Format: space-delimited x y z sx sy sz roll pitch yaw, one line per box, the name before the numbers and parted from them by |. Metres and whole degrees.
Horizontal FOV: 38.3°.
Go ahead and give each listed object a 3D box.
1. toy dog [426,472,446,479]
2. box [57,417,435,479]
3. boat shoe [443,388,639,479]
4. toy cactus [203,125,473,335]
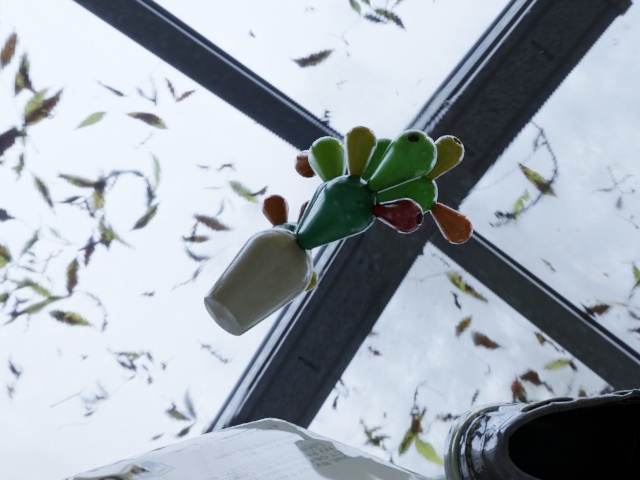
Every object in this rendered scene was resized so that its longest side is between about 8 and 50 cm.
toy dog | 0.008 0.413 0.912 0.395 0.408 0.285 -5 -94 18
box | 0.043 0.171 0.279 0.311 0.121 0.148 8 -79 46
boat shoe | 0.292 0.197 0.821 0.355 0.130 0.132 -3 -104 -13
toy cactus | 0.000 0.000 0.618 0.180 0.219 0.112 -44 -74 -28
